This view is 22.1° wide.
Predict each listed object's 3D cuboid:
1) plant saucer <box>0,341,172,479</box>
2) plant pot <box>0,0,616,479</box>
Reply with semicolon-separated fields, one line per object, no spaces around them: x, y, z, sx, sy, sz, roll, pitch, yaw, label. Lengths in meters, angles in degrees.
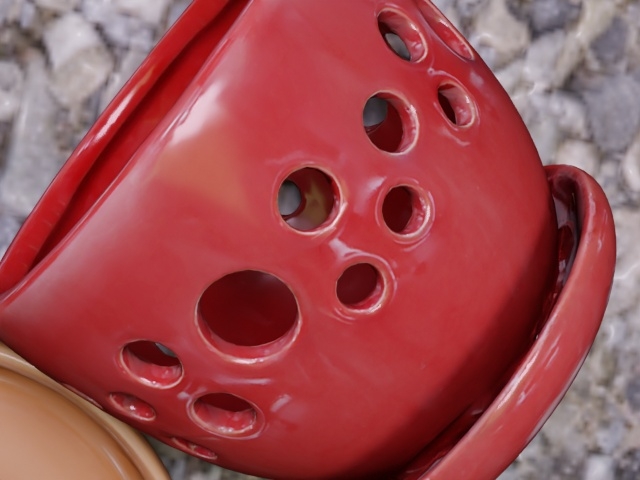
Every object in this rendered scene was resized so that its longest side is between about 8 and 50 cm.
-0.147;0.126;0.646;0.200;0.037;0.200;1;105;3;plant saucer
0.000;0.000;0.598;0.174;0.191;0.191;36;90;-15;plant pot
